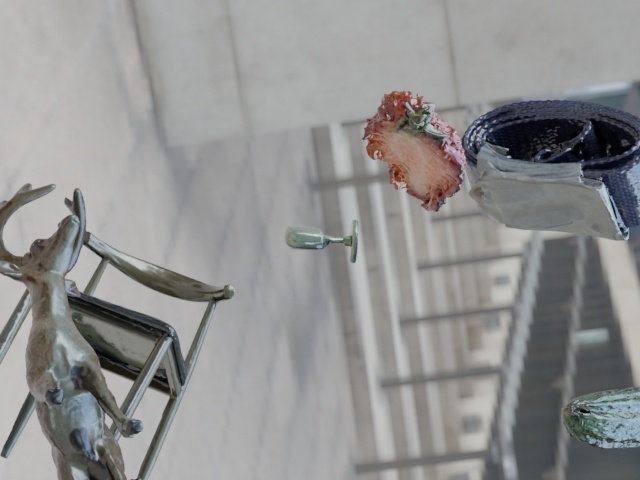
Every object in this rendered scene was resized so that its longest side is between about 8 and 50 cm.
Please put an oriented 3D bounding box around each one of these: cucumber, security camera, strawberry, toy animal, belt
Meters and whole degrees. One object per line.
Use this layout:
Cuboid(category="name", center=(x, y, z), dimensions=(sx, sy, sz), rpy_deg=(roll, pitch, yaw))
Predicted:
Cuboid(category="cucumber", center=(0.385, 0.218, 2.035), dimensions=(0.265, 0.077, 0.077), rpy_deg=(-5, 86, -45))
Cuboid(category="security camera", center=(0.000, 0.000, 2.053), dimensions=(0.058, 0.092, 0.058), rpy_deg=(-178, -90, -86))
Cuboid(category="strawberry", center=(0.092, -0.085, 1.532), dimensions=(0.048, 0.104, 0.152), rpy_deg=(-58, 161, -21))
Cuboid(category="toy animal", center=(-0.198, 0.099, 1.255), dimensions=(0.260, 0.087, 0.244), rpy_deg=(-136, -137, -62))
Cuboid(category="belt", center=(0.277, -0.073, 1.887), dimensions=(0.140, 0.230, 0.126), rpy_deg=(-62, 145, -34))

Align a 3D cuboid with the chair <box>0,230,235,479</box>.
Cuboid(category="chair", center=(-0.223, 0.109, 1.736), dimensions=(0.166, 0.188, 0.272), rpy_deg=(83, 29, -61))
